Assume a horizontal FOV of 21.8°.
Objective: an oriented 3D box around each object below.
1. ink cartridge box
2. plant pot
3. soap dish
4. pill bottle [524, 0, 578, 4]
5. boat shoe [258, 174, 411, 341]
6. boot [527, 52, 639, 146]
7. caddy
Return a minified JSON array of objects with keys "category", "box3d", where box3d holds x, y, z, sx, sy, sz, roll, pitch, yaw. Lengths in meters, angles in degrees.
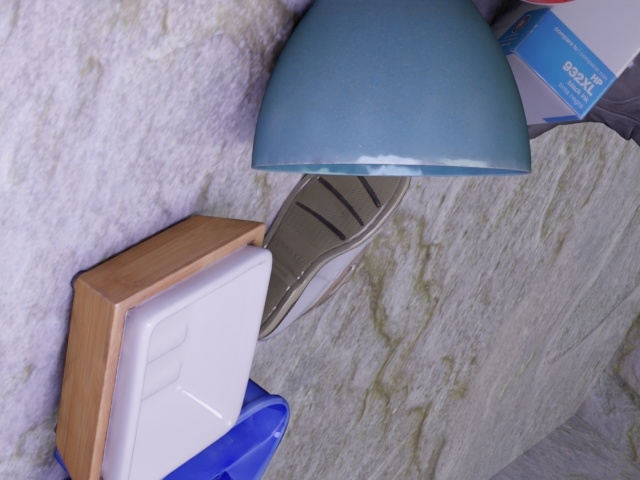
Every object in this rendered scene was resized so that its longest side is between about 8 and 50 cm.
[{"category":"ink cartridge box","box3d":[0.344,-0.300,2.085,0.307,0.129,0.223,-49,-170,-7]},{"category":"plant pot","box3d":[0.074,-0.168,1.718,0.290,0.290,0.195,1,90,-65]},{"category":"soap dish","box3d":[-0.176,0.123,1.800,0.229,0.118,0.291,-31,145,-44]},{"category":"pill bottle","box3d":[0.205,-0.379,1.656,0.210,0.210,0.363,-53,160,6]},{"category":"boat shoe","box3d":[0.000,0.000,2.034,0.302,0.113,0.103,-44,163,12]},{"category":"boot","box3d":[0.418,-0.169,2.343,0.118,0.222,0.338,-56,-174,-22]},{"category":"caddy","box3d":[-0.178,0.285,2.028,0.341,0.179,0.241,-31,153,-44]}]
